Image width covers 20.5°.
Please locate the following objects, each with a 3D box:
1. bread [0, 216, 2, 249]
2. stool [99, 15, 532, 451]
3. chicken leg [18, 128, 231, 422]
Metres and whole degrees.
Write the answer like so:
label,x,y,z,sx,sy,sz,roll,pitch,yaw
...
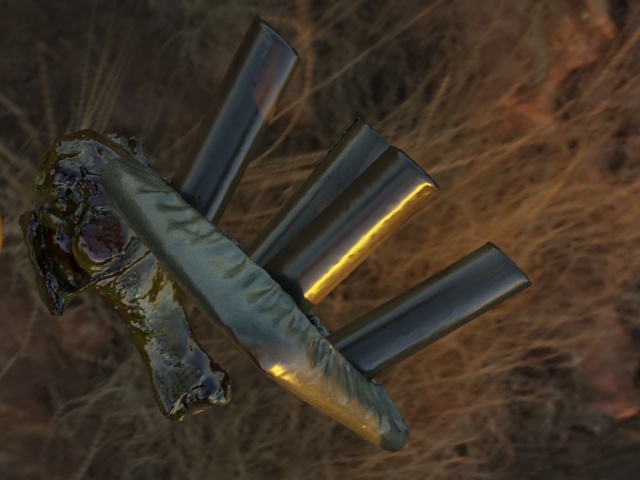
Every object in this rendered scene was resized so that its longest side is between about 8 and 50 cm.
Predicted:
label,x,y,z,sx,sy,sz,roll,pitch,yaw
bread,-0.386,-0.004,1.779,0.098,0.217,0.147,-25,89,-38
stool,0.000,0.000,1.628,0.226,0.310,0.310,-46,55,4
chicken leg,-0.231,0.047,2.040,0.211,0.140,0.361,-21,92,-38
